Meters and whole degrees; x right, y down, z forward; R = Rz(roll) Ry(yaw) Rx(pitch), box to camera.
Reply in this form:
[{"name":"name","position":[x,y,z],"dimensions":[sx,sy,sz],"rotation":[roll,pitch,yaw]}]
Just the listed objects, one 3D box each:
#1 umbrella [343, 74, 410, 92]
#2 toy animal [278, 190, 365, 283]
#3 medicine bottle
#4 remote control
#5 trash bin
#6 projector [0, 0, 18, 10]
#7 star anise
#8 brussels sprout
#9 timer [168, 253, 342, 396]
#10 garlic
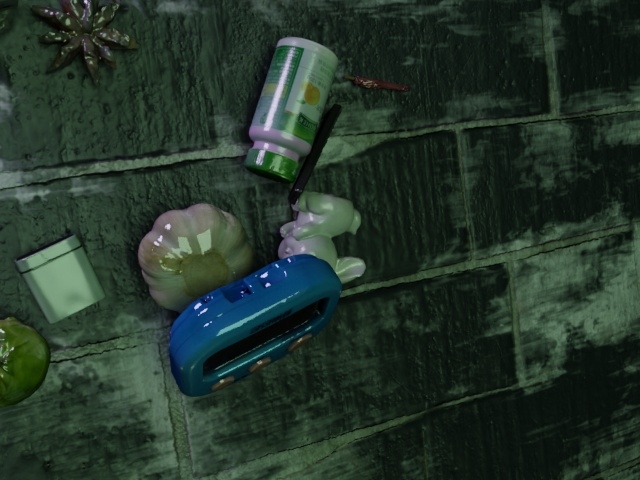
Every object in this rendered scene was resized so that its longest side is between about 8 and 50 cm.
[{"name":"umbrella","position":[0.126,-0.346,1.555],"dimensions":[0.165,0.027,0.025],"rotation":[4,66,-23]},{"name":"toy animal","position":[0.007,-0.005,1.468],"dimensions":[0.178,0.127,0.193],"rotation":[2,90,-27]},{"name":"medicine bottle","position":[-0.064,-0.257,1.413],"dimensions":[0.133,0.133,0.274],"rotation":[20,86,-25]},{"name":"remote control","position":[-0.009,-0.181,1.444],"dimensions":[0.025,0.063,0.245],"rotation":[29,60,-9]},{"name":"trash bin","position":[-0.473,0.068,1.281],"dimensions":[0.116,0.059,0.130],"rotation":[-28,106,-21]},{"name":"projector","position":[-0.583,-0.412,1.162],"dimensions":[0.147,0.115,0.061],"rotation":[-23,104,-23]},{"name":"star anise","position":[-0.422,-0.373,1.271],"dimensions":[0.195,0.065,0.182],"rotation":[3,93,-30]},{"name":"brussels sprout","position":[-0.540,0.209,1.225],"dimensions":[0.122,0.151,0.149],"rotation":[3,65,-54]},{"name":"timer","position":[-0.126,0.160,1.331],"dimensions":[0.340,0.309,0.115],"rotation":[-25,69,-21]},{"name":"garlic","position":[-0.238,0.032,1.337],"dimensions":[0.228,0.152,0.228],"rotation":[-12,112,-31]}]
